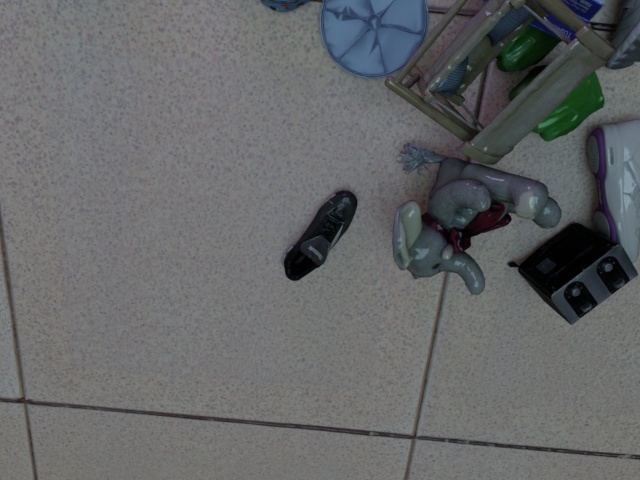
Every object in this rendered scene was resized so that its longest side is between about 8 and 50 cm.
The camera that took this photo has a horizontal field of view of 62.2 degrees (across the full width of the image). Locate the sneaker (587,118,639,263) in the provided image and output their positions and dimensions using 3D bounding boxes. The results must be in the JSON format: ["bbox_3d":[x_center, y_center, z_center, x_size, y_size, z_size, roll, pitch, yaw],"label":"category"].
[{"bbox_3d":[0.627,-0.091,1.052,0.152,0.114,0.305,-12,111,8],"label":"sneaker"}]

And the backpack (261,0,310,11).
[{"bbox_3d":[-0.069,-0.491,0.914,0.158,0.117,0.173,-22,112,11],"label":"backpack"}]

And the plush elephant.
[{"bbox_3d":[0.256,-0.020,1.020,0.330,0.272,0.255,25,98,22],"label":"plush elephant"}]

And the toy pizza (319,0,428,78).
[{"bbox_3d":[0.099,-0.407,0.987,0.201,0.032,0.201,1,113,2],"label":"toy pizza"}]

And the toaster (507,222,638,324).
[{"bbox_3d":[0.518,0.063,1.094,0.168,0.185,0.110,-40,108,7],"label":"toaster"}]

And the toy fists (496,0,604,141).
[{"bbox_3d":[0.402,-0.323,0.980,0.142,0.096,0.279,-28,106,3],"label":"toy fists"}]

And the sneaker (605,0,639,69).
[{"bbox_3d":[0.580,-0.437,0.923,0.105,0.115,0.281,-9,139,-27],"label":"sneaker"}]

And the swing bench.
[{"bbox_3d":[0.293,-0.287,0.872,0.255,0.165,0.253,41,125,-1],"label":"swing bench"}]

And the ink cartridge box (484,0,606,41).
[{"bbox_3d":[0.391,-0.477,0.887,0.223,0.045,0.224,28,91,2],"label":"ink cartridge box"}]

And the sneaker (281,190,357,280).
[{"bbox_3d":[0.000,0.000,1.111,0.078,0.106,0.234,36,108,-13],"label":"sneaker"}]
